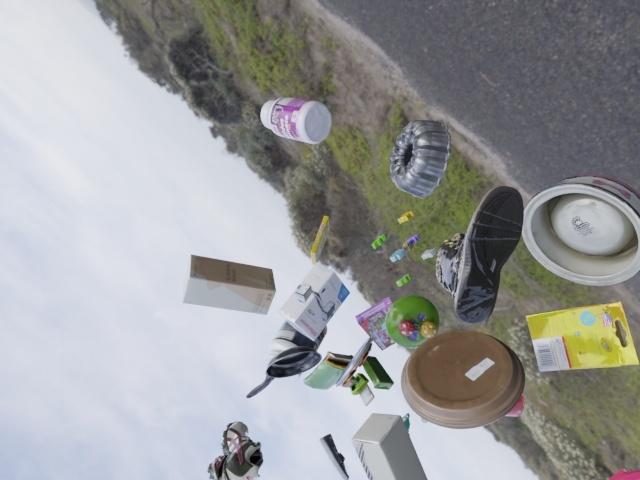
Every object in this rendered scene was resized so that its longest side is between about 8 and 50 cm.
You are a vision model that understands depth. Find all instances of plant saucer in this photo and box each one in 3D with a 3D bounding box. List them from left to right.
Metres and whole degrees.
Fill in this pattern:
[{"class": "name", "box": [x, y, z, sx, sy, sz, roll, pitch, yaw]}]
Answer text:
[{"class": "plant saucer", "box": [0.318, 0.301, 1.079, 0.278, 0.278, 0.041, 47, 161, 59]}]

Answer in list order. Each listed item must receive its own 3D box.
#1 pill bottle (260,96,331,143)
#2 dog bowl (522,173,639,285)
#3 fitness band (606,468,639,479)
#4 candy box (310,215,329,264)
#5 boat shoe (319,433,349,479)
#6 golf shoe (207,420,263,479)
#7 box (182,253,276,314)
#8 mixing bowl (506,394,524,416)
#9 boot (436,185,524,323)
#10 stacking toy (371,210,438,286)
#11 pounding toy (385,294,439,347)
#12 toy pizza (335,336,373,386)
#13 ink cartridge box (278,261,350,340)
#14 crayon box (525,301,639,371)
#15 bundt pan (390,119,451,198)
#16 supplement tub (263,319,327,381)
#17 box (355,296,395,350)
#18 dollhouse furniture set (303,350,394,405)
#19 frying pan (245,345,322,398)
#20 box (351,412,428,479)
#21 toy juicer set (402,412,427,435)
[{"class": "pill bottle", "box": [-0.112, -0.508, 1.968, 0.302, 0.169, 0.169, 23, 165, 42]}, {"class": "dog bowl", "box": [0.927, -0.048, 1.634, 0.408, 0.150, 0.408, 33, 145, 28]}, {"class": "fitness band", "box": [0.996, 0.868, 1.506, 0.209, 0.291, 0.054, 49, -177, 13]}, {"class": "candy box", "box": [0.000, 0.000, 2.118, 0.027, 0.205, 0.105, 12, 148, 14]}, {"class": "boat shoe", "box": [0.048, 0.632, 1.371, 0.142, 0.040, 0.049, 58, 163, 8]}, {"class": "golf shoe", "box": [-0.198, 0.550, 1.205, 0.273, 0.120, 0.105, -95, -8, -83]}, {"class": "box", "box": [-0.331, 0.162, 1.706, 0.311, 0.121, 0.148, 11, -150, -21]}, {"class": "mixing bowl", "box": [0.570, 0.496, 1.550, 0.181, 0.098, 0.181, 173, 90, -76]}, {"class": "boot", "box": [0.442, 0.021, 1.359, 0.138, 0.377, 0.284, 9, -170, -1]}, {"class": "stacking toy", "box": [0.271, 0.025, 1.529, 0.167, 0.221, 0.052, 56, 146, -7]}, {"class": "pounding toy", "box": [0.321, 0.303, 1.539, 0.110, 0.183, 0.236, -101, -14, -82]}, {"class": "toy pizza", "box": [0.118, 0.404, 1.550, 0.032, 0.201, 0.201, 36, 180, 9]}, {"class": "ink cartridge box", "box": [-0.016, 0.185, 1.419, 0.082, 0.190, 0.139, 25, 161, 39]}, {"class": "crayon box", "box": [0.876, 0.324, 1.576, 0.081, 0.319, 0.202, 0, -105, -38]}, {"class": "bundt pan", "box": [0.389, -0.343, 1.926, 0.124, 0.330, 0.331, 9, -165, -19]}, {"class": "supplement tub", "box": [-0.105, 0.440, 2.006, 0.191, 0.272, 0.191, 18, 137, 17]}, {"class": "box", "box": [0.332, 0.431, 2.413, 0.293, 0.201, 0.057, 51, -169, -38]}, {"class": "dollhouse furniture set", "box": [0.115, 0.584, 1.935, 0.302, 0.197, 0.151, 19, -156, -39]}, {"class": "frying pan", "box": [-0.120, 0.450, 1.630, 0.197, 0.326, 0.053, 3, -129, -31]}, {"class": "box", "box": [0.186, 0.576, 1.167, 0.094, 0.113, 0.275, -14, 102, 43]}, {"class": "toy juicer set", "box": [0.343, 0.801, 2.029, 0.089, 0.329, 0.209, 55, 161, 14]}]
